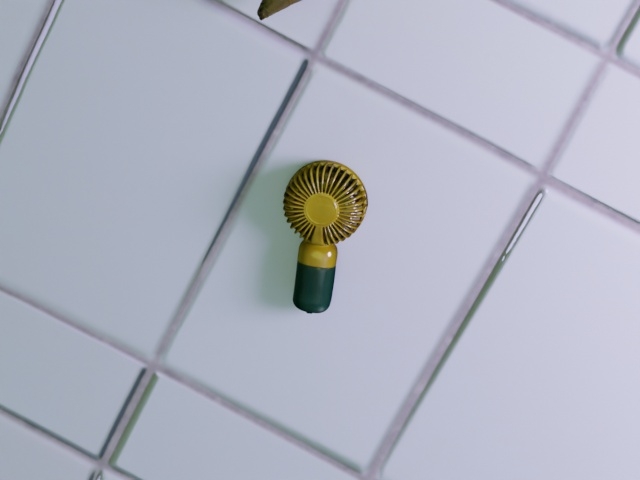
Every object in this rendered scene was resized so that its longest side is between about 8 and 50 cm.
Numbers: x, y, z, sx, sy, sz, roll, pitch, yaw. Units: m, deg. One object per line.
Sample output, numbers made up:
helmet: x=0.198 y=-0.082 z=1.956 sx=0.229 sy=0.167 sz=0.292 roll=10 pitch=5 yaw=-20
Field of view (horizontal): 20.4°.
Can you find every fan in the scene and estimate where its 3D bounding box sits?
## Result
fan: x=0.000 y=0.000 z=1.743 sx=0.082 sy=0.039 sz=0.155 roll=8 pitch=108 yaw=6

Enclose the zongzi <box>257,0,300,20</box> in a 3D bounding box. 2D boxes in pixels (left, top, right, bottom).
zongzi: x=-0.010 y=-0.308 z=1.637 sx=0.176 sy=0.078 sz=0.160 roll=-20 pitch=96 yaw=23
